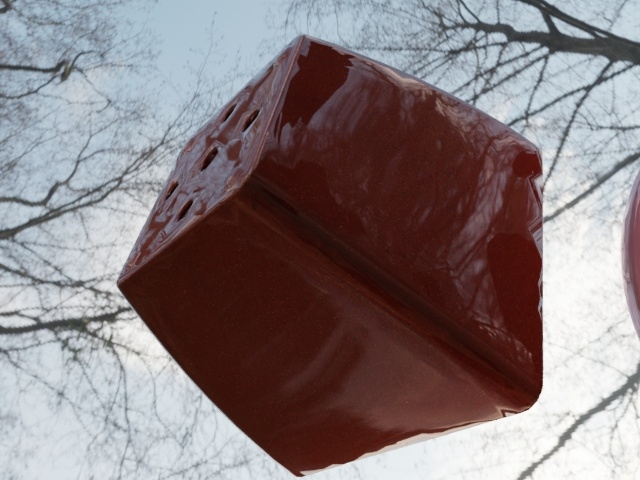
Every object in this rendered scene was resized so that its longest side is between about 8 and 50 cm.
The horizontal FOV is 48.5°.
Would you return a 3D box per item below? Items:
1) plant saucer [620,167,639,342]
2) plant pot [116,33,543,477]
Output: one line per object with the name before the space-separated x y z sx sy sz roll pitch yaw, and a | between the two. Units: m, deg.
plant saucer | 0.393 0.025 0.550 0.332 0.084 0.332 0 -102 1
plant pot | 0.000 0.000 0.583 0.236 0.267 0.267 37 -45 -24
